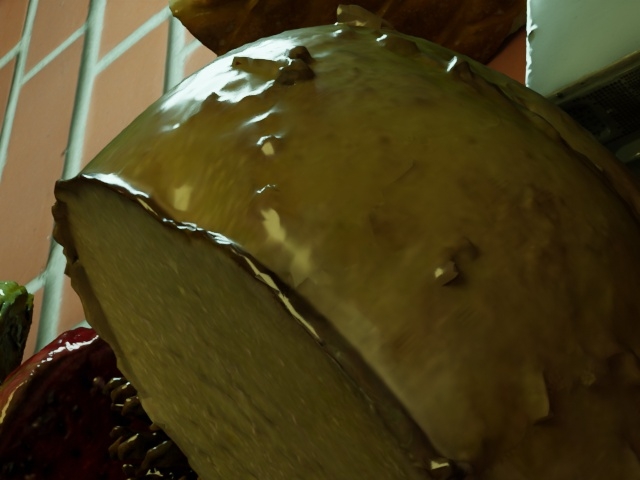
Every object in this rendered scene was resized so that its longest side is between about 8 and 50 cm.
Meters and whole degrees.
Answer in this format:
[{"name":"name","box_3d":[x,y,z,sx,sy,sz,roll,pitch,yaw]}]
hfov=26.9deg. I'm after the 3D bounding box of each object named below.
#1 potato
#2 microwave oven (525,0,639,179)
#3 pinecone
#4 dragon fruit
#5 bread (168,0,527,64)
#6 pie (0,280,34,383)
[{"name":"potato","box_3d":[0.088,0.052,0.803,0.319,0.442,0.385,-39,1,-24]},{"name":"microwave oven","box_3d":[0.266,-0.103,0.953,0.145,0.240,0.194,-22,44,37]},{"name":"pinecone","box_3d":[-0.111,0.168,1.235,0.186,0.168,0.212,-38,47,-2]},{"name":"dragon fruit","box_3d":[-0.278,0.248,1.378,0.240,0.302,0.330,61,143,11]},{"name":"bread","box_3d":[0.027,-0.280,1.381,0.279,0.279,0.207,-35,38,21]},{"name":"pie","box_3d":[-0.457,0.231,1.496,0.418,0.180,0.395,-81,18,-46]}]
